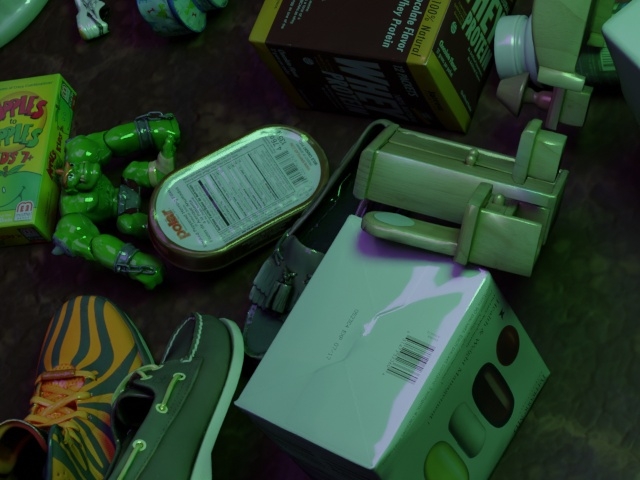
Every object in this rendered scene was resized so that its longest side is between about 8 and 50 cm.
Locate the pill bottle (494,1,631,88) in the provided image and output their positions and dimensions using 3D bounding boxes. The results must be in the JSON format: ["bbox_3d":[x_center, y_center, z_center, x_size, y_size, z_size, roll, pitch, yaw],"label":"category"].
[{"bbox_3d":[0.238,-0.183,1.843,0.137,0.078,0.078,0,62,23],"label":"pill bottle"}]

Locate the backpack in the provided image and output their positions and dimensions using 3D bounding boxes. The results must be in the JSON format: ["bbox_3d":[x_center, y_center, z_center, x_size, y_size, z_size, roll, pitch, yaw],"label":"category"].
[{"bbox_3d":[-0.144,-0.275,2.040,0.084,0.105,0.114,0,68,24],"label":"backpack"}]

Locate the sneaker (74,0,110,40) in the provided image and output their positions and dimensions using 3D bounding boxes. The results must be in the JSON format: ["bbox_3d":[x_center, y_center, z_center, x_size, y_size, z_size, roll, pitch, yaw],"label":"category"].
[{"bbox_3d":[-0.248,-0.253,2.122,0.037,0.032,0.083,-13,62,0],"label":"sneaker"}]

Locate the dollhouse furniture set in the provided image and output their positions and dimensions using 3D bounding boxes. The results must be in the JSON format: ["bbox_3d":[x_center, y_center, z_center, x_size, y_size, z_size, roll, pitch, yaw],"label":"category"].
[{"bbox_3d":[0.151,-0.189,1.651,0.174,0.303,0.355,14,108,9],"label":"dollhouse furniture set"}]

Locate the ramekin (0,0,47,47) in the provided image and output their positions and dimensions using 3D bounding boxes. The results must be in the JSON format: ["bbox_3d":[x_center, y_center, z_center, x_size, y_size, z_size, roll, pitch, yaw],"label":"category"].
[{"bbox_3d":[-0.429,-0.333,2.180,0.273,0.127,0.273,-10,60,17],"label":"ramekin"}]

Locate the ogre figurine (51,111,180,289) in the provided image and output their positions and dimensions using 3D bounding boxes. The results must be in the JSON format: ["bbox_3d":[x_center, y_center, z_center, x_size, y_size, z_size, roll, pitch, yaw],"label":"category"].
[{"bbox_3d":[-0.204,-0.042,1.946,0.118,0.097,0.197,0,77,3],"label":"ogre figurine"}]

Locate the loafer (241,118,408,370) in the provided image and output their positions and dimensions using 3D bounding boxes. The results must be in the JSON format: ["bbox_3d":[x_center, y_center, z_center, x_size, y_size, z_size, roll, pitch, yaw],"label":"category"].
[{"bbox_3d":[0.000,0.000,1.836,0.096,0.084,0.267,27,75,32],"label":"loafer"}]

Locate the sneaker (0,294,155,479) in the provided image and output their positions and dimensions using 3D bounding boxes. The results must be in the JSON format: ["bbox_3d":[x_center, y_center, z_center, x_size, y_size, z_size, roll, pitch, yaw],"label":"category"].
[{"bbox_3d":[-0.235,0.169,1.781,0.125,0.180,0.321,-14,58,15],"label":"sneaker"}]

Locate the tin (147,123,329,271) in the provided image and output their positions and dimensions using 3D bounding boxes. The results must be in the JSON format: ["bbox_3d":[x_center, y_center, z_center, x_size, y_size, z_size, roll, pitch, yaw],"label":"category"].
[{"bbox_3d":[-0.079,-0.044,1.888,0.190,0.040,0.106,-29,66,-14],"label":"tin"}]

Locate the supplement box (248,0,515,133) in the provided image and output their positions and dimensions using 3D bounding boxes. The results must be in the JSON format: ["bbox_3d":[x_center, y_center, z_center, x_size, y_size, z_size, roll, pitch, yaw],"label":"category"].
[{"bbox_3d":[0.068,-0.228,1.909,0.194,0.129,0.191,10,67,28],"label":"supplement box"}]

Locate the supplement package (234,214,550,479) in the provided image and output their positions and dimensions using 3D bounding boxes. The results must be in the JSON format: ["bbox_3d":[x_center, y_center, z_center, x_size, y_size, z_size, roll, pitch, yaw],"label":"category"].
[{"bbox_3d":[0.067,0.124,1.666,0.149,0.203,0.194,24,74,31],"label":"supplement package"}]

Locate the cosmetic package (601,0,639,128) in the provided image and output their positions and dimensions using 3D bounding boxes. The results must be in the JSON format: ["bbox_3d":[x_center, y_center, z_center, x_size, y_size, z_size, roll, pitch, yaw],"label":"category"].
[{"bbox_3d":[0.445,-0.034,1.581,0.161,0.230,0.453,-39,56,-2],"label":"cosmetic package"}]

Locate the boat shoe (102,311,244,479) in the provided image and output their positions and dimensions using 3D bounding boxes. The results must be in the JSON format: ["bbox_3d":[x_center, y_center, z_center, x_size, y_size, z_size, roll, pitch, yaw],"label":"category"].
[{"bbox_3d":[-0.141,0.162,1.739,0.109,0.091,0.305,-51,17,36],"label":"boat shoe"}]

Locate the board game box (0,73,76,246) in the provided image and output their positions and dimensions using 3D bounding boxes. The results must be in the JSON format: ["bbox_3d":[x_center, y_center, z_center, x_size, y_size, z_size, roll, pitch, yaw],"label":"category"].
[{"bbox_3d":[-0.317,-0.083,2.042,0.092,0.043,0.181,-6,60,20],"label":"board game box"}]
